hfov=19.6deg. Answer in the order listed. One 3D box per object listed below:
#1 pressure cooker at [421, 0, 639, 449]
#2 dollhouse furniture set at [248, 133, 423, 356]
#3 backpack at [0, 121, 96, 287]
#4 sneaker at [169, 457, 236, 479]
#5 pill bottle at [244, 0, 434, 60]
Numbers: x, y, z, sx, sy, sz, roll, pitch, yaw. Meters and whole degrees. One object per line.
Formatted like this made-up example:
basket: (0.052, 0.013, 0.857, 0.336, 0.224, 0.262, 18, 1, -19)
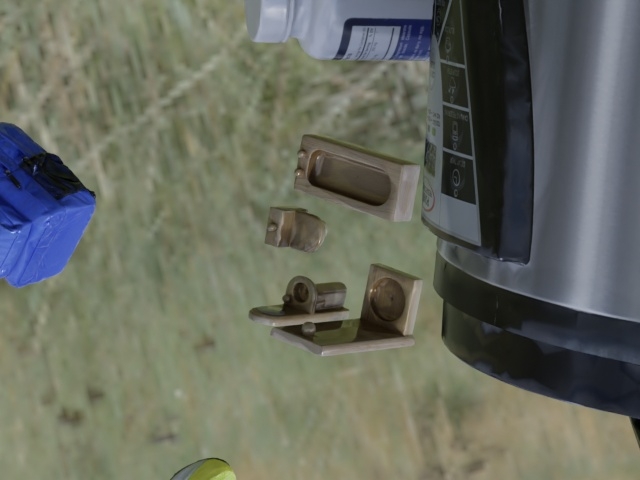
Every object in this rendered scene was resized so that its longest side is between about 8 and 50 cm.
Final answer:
pressure cooker: (0.258, -0.040, 1.167, 0.375, 0.420, 0.370, 15, -165, 42)
dollhouse furniture set: (0.000, 0.000, 1.553, 0.144, 0.151, 0.123, 19, -165, 38)
backpack: (-0.255, -0.035, 1.483, 0.101, 0.120, 0.098, -16, 147, -54)
sneaker: (-0.092, 0.269, 1.482, 0.094, 0.208, 0.081, 0, 143, 23)
pill bottle: (0.033, -0.178, 1.352, 0.169, 0.094, 0.094, 0, 167, -13)
